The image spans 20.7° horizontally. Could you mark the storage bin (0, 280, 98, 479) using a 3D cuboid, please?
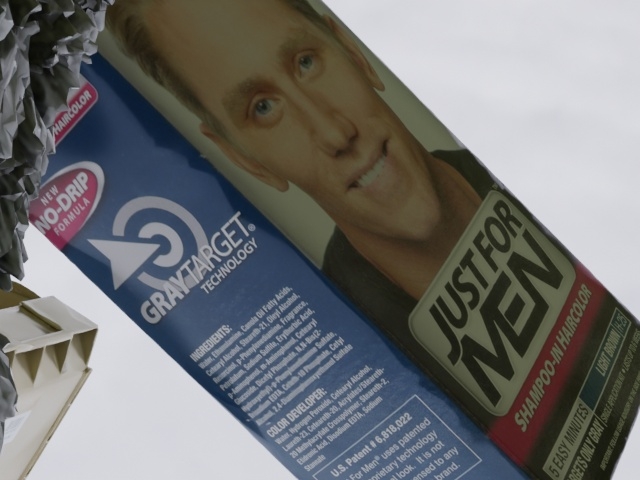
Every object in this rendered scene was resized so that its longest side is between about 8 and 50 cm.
[{"bbox_3d":[-0.309,0.156,1.318,0.123,0.260,0.262,33,-172,9],"label":"storage bin"}]

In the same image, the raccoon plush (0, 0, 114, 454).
[{"bbox_3d":[-0.095,0.081,0.506,0.299,0.446,0.216,-39,-165,7],"label":"raccoon plush"}]

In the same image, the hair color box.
[{"bbox_3d":[0.000,0.000,0.864,0.347,0.105,0.174,44,-145,-5],"label":"hair color box"}]
